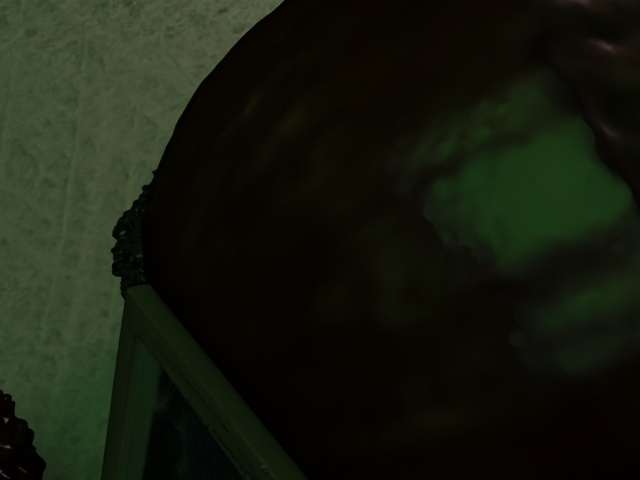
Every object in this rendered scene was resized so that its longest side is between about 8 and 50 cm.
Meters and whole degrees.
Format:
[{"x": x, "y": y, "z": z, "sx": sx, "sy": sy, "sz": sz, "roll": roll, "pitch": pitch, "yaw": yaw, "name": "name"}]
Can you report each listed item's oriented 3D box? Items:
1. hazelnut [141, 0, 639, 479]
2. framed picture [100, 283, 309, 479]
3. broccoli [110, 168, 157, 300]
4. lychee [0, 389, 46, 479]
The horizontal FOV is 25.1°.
[{"x": 0.100, "y": 0.029, "z": 0.770, "sx": 0.421, "sy": 0.353, "sz": 0.421, "roll": 1, "pitch": 92, "yaw": 21, "name": "hazelnut"}, {"x": -0.055, "y": 0.224, "z": 0.727, "sx": 0.022, "sy": 0.335, "sz": 0.247, "roll": -12, "pitch": 42, "yaw": -33, "name": "framed picture"}, {"x": -0.001, "y": 0.014, "z": 0.966, "sx": 0.275, "sy": 0.177, "sz": 0.198, "roll": -10, "pitch": 45, "yaw": -2, "name": "broccoli"}, {"x": -0.311, "y": 0.175, "z": 0.911, "sx": 0.271, "sy": 0.271, "sz": 0.271, "roll": -11, "pitch": 52, "yaw": 14, "name": "lychee"}]
